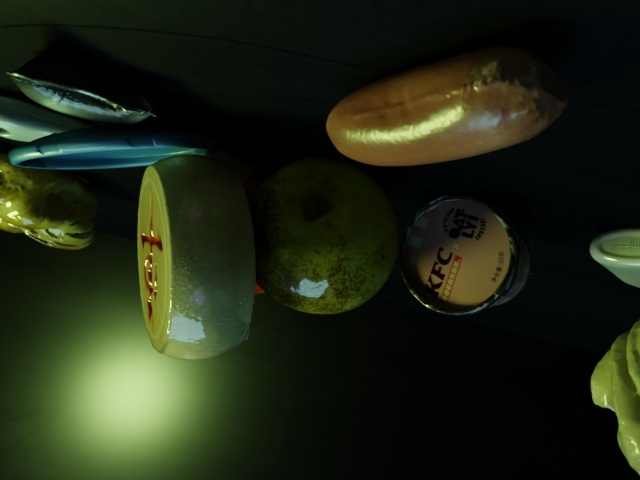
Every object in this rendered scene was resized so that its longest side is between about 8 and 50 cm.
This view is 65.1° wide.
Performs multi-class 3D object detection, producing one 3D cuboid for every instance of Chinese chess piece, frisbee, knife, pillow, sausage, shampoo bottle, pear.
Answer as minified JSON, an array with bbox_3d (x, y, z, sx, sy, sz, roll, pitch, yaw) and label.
[{"bbox_3d":[-0.160,0.020,0.616,0.097,0.251,0.251,-3,179,-27],"label":"Chinese chess piece"},{"bbox_3d":[-0.249,-0.119,0.621,0.242,0.045,0.242,-6,-176,0],"label":"frisbee"},{"bbox_3d":[-0.299,-0.143,0.726,0.331,0.044,0.080,11,162,-24],"label":"knife"},{"bbox_3d":[-0.242,-0.151,0.517,0.135,0.055,0.091,15,165,-26],"label":"pillow"},{"bbox_3d":[0.080,-0.092,0.372,0.077,0.077,0.194,20,168,-36],"label":"sausage"},{"bbox_3d":[0.448,0.037,0.667,0.221,0.051,0.108,23,164,-41],"label":"shampoo bottle"},{"bbox_3d":[0.000,0.000,0.631,0.197,0.197,0.197,13,170,2],"label":"pear"}]

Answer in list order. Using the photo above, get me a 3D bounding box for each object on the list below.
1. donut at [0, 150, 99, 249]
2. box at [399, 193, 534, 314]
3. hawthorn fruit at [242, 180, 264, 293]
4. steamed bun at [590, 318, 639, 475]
[{"bbox_3d":[-0.672,-0.095,1.106,0.360,0.170,0.360,15,171,2],"label":"donut"},{"bbox_3d":[0.204,0.025,0.670,0.151,0.151,0.135,5,175,41],"label":"box"},{"bbox_3d":[-0.075,-0.013,0.788,0.202,0.185,0.185,-9,164,16],"label":"hawthorn fruit"},{"bbox_3d":[0.573,0.220,0.708,0.325,0.372,0.230,45,175,-8],"label":"steamed bun"}]
